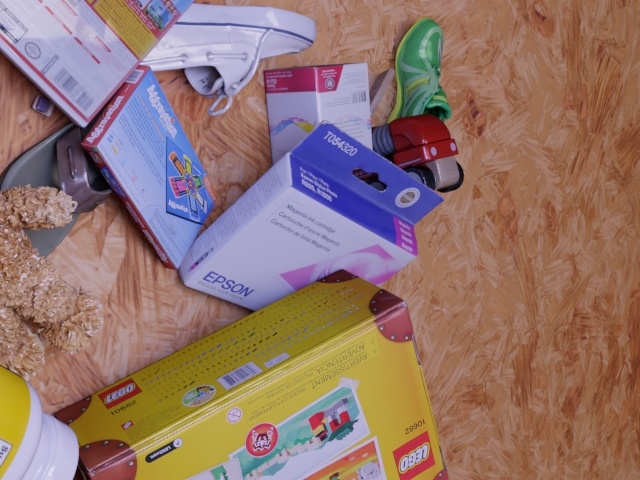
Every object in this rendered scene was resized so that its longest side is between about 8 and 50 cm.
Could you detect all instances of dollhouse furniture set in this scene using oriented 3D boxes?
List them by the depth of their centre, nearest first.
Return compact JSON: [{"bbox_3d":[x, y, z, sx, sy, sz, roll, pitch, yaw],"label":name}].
[{"bbox_3d":[-0.364,-0.223,1.082,0.114,0.081,0.091,29,75,-44],"label":"dollhouse furniture set"}]

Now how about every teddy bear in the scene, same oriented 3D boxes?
[{"bbox_3d":[-0.403,0.033,1.022,0.245,0.113,0.338,-12,118,-7],"label":"teddy bear"}]

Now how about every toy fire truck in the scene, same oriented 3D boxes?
[{"bbox_3d":[0.132,-0.188,1.519,0.158,0.217,0.246,-17,92,-45],"label":"toy fire truck"}]

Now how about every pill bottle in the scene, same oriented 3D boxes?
[{"bbox_3d":[-0.441,0.203,0.957,0.334,0.188,0.188,46,64,-40],"label":"pill bottle"}]

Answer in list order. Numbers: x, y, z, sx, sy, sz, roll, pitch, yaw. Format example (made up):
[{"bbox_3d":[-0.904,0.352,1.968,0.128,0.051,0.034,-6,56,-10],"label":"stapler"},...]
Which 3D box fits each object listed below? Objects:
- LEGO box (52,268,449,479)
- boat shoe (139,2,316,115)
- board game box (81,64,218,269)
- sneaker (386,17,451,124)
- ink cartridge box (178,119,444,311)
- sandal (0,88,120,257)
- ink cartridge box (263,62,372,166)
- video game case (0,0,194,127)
[{"bbox_3d":[-0.078,0.324,1.275,0.500,0.193,0.372,-25,115,-22],"label":"LEGO box"},{"bbox_3d":[-0.157,-0.262,1.253,0.367,0.136,0.156,-9,102,-42],"label":"boat shoe"},{"bbox_3d":[-0.229,-0.095,1.203,0.145,0.027,0.281,-63,152,-28],"label":"board game box"},{"bbox_3d":[0.202,-0.275,1.628,0.109,0.123,0.296,12,86,-46],"label":"sneaker"},{"bbox_3d":[0.000,0.000,1.355,0.324,0.330,0.071,26,32,-44],"label":"ink cartridge box"},{"bbox_3d":[-0.317,-0.100,1.143,0.303,0.086,0.120,-54,129,-26],"label":"sandal"},{"bbox_3d":[-0.002,-0.202,1.424,0.128,0.127,0.176,-16,107,-44],"label":"ink cartridge box"},{"bbox_3d":[-0.274,-0.312,1.062,0.285,0.025,0.204,-53,132,-14],"label":"video game case"}]
